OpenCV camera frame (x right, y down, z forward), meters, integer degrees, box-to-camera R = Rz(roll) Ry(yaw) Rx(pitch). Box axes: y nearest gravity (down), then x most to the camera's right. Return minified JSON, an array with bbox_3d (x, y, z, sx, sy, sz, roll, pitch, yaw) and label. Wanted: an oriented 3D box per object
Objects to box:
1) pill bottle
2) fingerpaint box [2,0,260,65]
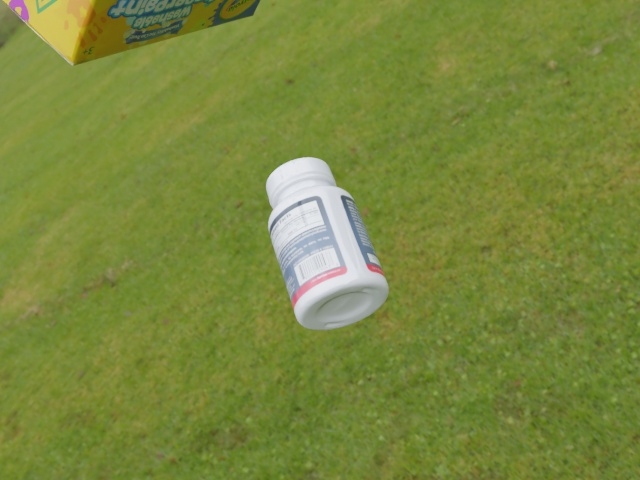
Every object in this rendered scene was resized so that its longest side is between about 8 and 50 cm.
[{"bbox_3d":[0.000,0.000,0.885,0.108,0.108,0.180,-32,58,22],"label":"pill bottle"},{"bbox_3d":[-0.191,-0.479,1.106,0.371,0.163,0.445,-53,-9,36],"label":"fingerpaint box"}]
